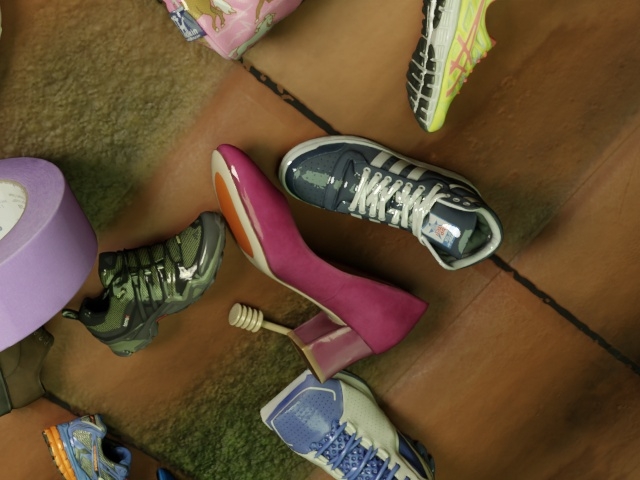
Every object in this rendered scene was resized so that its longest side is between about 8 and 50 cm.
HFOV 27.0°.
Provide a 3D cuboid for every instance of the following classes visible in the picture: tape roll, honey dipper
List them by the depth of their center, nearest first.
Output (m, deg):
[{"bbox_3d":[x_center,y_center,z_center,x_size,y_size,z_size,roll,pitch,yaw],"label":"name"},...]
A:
[{"bbox_3d":[-0.387,0.023,1.458,0.275,0.275,0.090,-25,123,-3],"label":"tape roll"},{"bbox_3d":[-0.045,0.118,1.761,0.161,0.030,0.030,19,111,-28],"label":"honey dipper"}]

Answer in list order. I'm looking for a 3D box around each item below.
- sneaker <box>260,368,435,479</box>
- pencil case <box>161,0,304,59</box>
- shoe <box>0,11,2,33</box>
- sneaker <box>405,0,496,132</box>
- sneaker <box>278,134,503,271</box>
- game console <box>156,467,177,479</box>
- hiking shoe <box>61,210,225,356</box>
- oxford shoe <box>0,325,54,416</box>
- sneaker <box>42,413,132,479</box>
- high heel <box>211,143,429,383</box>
[{"bbox_3d":[0.077,0.310,1.811,0.127,0.182,0.315,-45,121,8],"label":"sneaker"},{"bbox_3d":[-0.020,-0.371,1.429,0.386,0.167,0.160,-42,86,8],"label":"pencil case"},{"bbox_3d":[-0.400,-0.189,1.473,0.077,0.058,0.219,24,107,6],"label":"shoe"},{"bbox_3d":[0.166,-0.226,1.607,0.094,0.081,0.208,3,116,-21],"label":"sneaker"},{"bbox_3d":[0.095,-0.045,1.639,0.282,0.153,0.099,12,113,-22],"label":"sneaker"},{"bbox_3d":[-0.172,0.496,1.772,0.173,0.293,0.250,19,111,-24],"label":"game console"},{"bbox_3d":[-0.212,0.042,1.633,0.114,0.086,0.227,35,104,-33],"label":"hiking shoe"},{"bbox_3d":[-0.380,0.106,1.629,0.096,0.083,0.227,-17,128,-21],"label":"oxford shoe"},{"bbox_3d":[-0.281,0.318,1.769,0.087,0.083,0.221,-30,124,-6],"label":"sneaker"},{"bbox_3d":[0.000,0.000,1.672,0.181,0.127,0.377,-33,127,-10],"label":"high heel"}]
